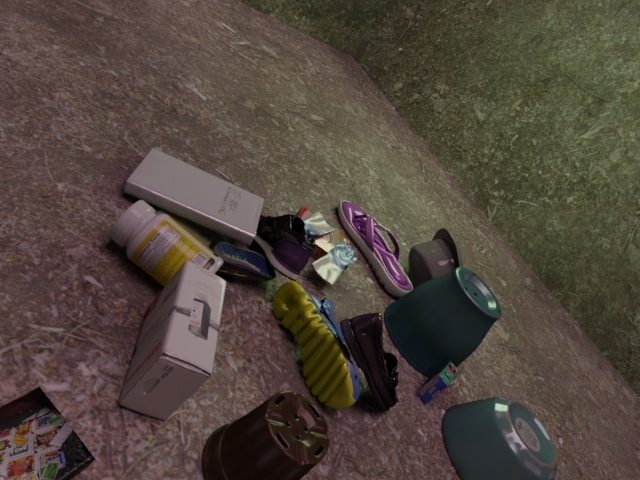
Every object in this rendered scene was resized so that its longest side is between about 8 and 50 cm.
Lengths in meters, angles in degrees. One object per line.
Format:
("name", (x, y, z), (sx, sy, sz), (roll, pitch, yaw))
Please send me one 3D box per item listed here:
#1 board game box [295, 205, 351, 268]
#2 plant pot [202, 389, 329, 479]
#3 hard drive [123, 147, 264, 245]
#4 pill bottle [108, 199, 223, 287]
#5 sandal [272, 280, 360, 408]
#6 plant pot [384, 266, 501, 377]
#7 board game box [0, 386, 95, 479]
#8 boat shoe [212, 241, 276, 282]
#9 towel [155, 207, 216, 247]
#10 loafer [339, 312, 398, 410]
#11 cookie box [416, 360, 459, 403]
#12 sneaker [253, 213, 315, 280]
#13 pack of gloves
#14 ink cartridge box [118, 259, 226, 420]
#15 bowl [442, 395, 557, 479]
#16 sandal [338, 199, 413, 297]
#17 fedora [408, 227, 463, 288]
("board game box", (0.000, 0.000, 1.560), (0.193, 0.045, 0.147), (36, 29, -15))
("plant pot", (-0.082, 0.345, 0.860), (0.167, 0.165, 0.167), (32, 31, -22))
("hard drive", (-0.294, -0.110, 1.266), (0.307, 0.040, 0.203), (24, 29, -13))
("pill bottle", (-0.311, 0.021, 1.051), (0.208, 0.119, 0.119), (41, 28, -6))
("sandal", (0.013, 0.230, 1.191), (0.138, 0.126, 0.317), (15, 40, -48))
("plant pot", (0.372, 0.222, 1.520), (0.271, 0.255, 0.272), (31, 31, -21))
("board game box", (-0.423, 0.295, 0.632), (0.136, 0.030, 0.259), (50, 29, 7))
("boat shoe", (-0.185, 0.060, 1.215), (0.183, 0.066, 0.066), (29, 27, -39))
("towel", (-0.318, -0.030, 1.209), (0.148, 0.027, 0.110), (37, 28, -12))
("loafer", (0.136, 0.278, 1.171), (0.109, 0.095, 0.303), (-109, 174, -54))
("cookie box", (0.318, 0.382, 1.405), (0.040, 0.092, 0.107), (48, 28, 14))
("sneaker", (-0.093, -0.018, 1.321), (0.107, 0.124, 0.283), (30, 11, -40))
("pack of gloves", (0.020, 0.005, 1.483), (0.195, 0.046, 0.232), (46, 30, 3))
("ink cartridge box", (-0.248, 0.168, 0.891), (0.092, 0.158, 0.218), (32, 31, -22))
("bowl", (0.485, 0.533, 1.345), (0.311, 0.163, 0.312), (33, 30, -21))
("sandal", (0.205, 0.006, 1.757), (0.169, 0.102, 0.416), (5, 46, -50))
("fedora", (0.382, 0.095, 1.795), (0.124, 0.244, 0.276), (-2, 55, -16))
